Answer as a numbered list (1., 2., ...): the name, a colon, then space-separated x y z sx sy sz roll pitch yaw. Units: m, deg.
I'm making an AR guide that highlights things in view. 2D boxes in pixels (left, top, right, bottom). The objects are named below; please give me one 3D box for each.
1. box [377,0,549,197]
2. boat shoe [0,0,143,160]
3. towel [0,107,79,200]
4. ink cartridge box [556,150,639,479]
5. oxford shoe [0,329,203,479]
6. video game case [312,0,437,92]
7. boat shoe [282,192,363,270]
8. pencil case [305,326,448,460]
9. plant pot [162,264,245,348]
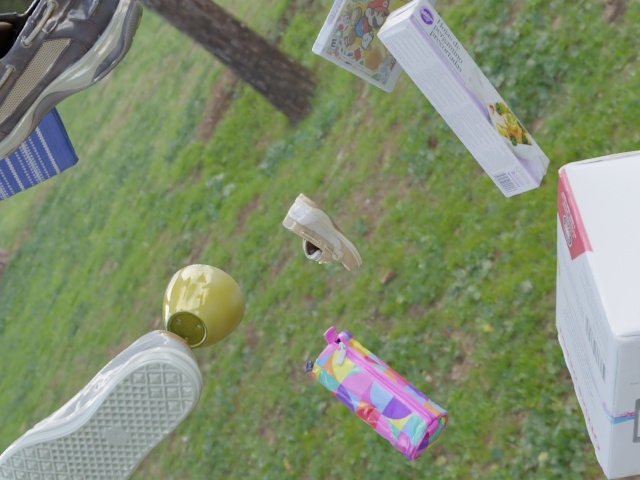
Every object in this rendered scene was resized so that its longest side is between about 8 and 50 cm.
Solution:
1. box: 0.210 -0.200 1.297 0.067 0.324 0.063 -21 30 46
2. boat shoe: -0.370 -0.214 1.093 0.355 0.130 0.132 -31 36 26
3. towel: -0.629 -0.166 1.633 0.335 0.243 0.040 -27 44 -13
4. ink cartridge box: 0.343 0.086 0.983 0.131 0.306 0.226 -12 51 7
5. oxford shoe: -0.341 0.294 1.394 0.449 0.169 0.130 -41 18 19
6. video game case: 0.102 -0.381 1.558 0.026 0.227 0.206 33 101 37
7. boat shoe: 0.000 0.000 1.248 0.059 0.170 0.063 -47 46 -3
8. pencil case: 0.090 0.243 1.442 0.104 0.236 0.104 -44 -22 -23
9. plant pot: -0.196 0.119 1.433 0.134 0.134 0.095 -49 8 27
